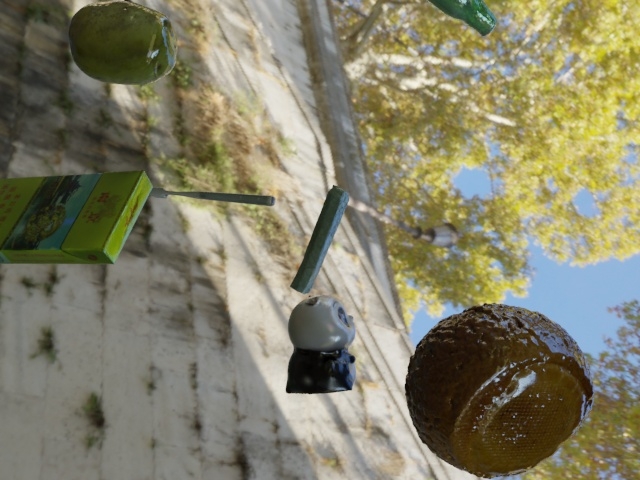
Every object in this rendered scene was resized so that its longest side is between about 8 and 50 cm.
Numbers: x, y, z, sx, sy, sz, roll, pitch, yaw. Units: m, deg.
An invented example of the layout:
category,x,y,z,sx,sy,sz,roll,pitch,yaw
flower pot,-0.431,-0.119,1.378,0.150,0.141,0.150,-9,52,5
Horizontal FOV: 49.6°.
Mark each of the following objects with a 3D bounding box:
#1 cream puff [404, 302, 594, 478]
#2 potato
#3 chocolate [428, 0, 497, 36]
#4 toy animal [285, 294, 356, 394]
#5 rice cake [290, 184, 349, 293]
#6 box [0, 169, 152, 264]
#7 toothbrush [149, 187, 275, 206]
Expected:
category,x,y,z,sx,sy,sz,roll,pitch,yaw
cream puff,0.274,0.228,1.116,0.303,0.303,0.212,-54,-148,15
potato,-0.414,-0.415,1.458,0.228,0.148,0.197,-6,-107,3
chocolate,0.290,-0.577,1.590,0.110,0.291,0.110,-46,-155,28
toy animal,0.004,0.245,1.636,0.187,0.165,0.235,99,-7,-82
rice cake,0.000,0.000,1.502,0.045,0.042,0.246,26,-81,30
box,-0.481,-0.039,1.239,0.334,0.047,0.187,0,-131,19
toothbrush,-0.260,-0.103,1.627,0.342,0.030,0.025,5,-103,24
